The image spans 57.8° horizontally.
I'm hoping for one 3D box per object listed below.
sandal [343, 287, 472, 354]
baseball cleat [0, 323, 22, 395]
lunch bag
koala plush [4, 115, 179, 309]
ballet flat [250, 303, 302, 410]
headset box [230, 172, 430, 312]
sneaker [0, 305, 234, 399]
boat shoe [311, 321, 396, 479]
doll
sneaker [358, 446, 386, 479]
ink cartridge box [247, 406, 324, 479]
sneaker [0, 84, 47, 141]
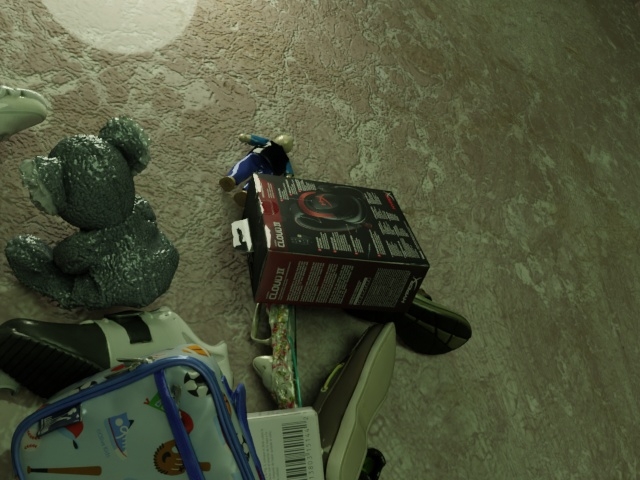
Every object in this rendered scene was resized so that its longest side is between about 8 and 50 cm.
[{"bbox_3d":[0.160,0.120,1.081,0.302,0.120,0.086,30,39,-17],"label":"sandal"},{"bbox_3d":[-0.448,0.121,0.691,0.205,0.072,0.109,29,52,-17],"label":"baseball cleat"},{"bbox_3d":[-0.178,0.271,0.641,0.243,0.115,0.304,-20,92,-5],"label":"lunch bag"},{"bbox_3d":[-0.285,-0.039,0.747,0.203,0.221,0.196,25,40,27],"label":"koala plush"},{"bbox_3d":[-0.072,0.170,0.927,0.077,0.091,0.241,-4,60,-3],"label":"ballet flat"},{"bbox_3d":[0.000,0.000,0.958,0.293,0.110,0.218,6,36,-19],"label":"headset box"},{"bbox_3d":[-0.261,0.147,0.775,0.330,0.122,0.146,30,41,-37],"label":"sneaker"},{"bbox_3d":[0.044,0.247,0.927,0.324,0.096,0.117,-59,142,-47],"label":"boat shoe"},{"bbox_3d":[-0.109,-0.146,1.083,0.129,0.046,0.189,46,50,-6],"label":"doll"},{"bbox_3d":[0.043,0.376,0.882,0.063,0.075,0.170,51,49,0],"label":"sneaker"},{"bbox_3d":[-0.119,0.378,0.736,0.261,0.066,0.296,-5,81,-8],"label":"ink cartridge box"},{"bbox_3d":[-0.502,-0.121,0.774,0.292,0.110,0.118,-30,92,-32],"label":"sneaker"}]
